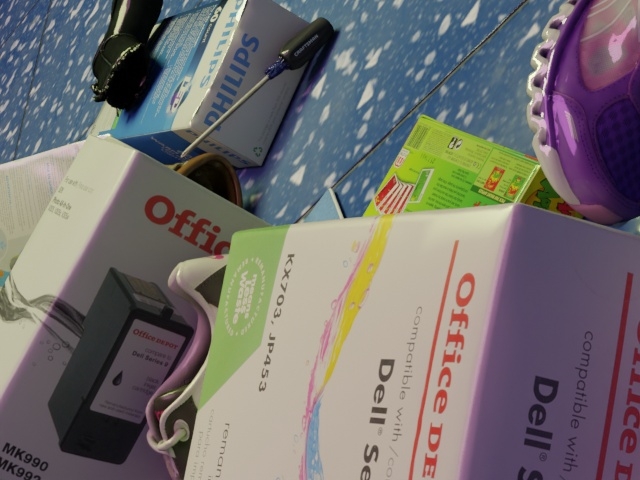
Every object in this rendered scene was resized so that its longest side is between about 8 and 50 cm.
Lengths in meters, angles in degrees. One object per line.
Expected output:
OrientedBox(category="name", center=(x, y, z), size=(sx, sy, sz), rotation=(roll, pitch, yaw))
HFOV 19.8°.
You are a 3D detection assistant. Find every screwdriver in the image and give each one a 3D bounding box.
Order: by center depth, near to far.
OrientedBox(category="screwdriver", center=(-0.054, -0.126, 1.489), size=(0.170, 0.025, 0.024), rotation=(-40, 41, -18))

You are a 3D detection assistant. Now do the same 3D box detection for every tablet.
OrientedBox(category="tablet", center=(0.000, 0.000, 1.334), size=(0.054, 0.006, 0.083), rotation=(-53, 24, 17))

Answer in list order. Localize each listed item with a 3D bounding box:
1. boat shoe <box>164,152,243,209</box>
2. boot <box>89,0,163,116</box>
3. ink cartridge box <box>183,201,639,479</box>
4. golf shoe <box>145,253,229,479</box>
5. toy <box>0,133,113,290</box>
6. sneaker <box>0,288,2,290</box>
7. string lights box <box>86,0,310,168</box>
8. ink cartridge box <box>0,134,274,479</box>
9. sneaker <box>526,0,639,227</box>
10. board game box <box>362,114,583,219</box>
OrientedBox(category="boat shoe", center=(-0.125, 0.048, 1.393), size=(0.120, 0.122, 0.324), rotation=(-37, 32, 33))
OrientedBox(category="boot", center=(-0.169, -0.177, 1.632), size=(0.121, 0.045, 0.099), rotation=(-63, 20, 13))
OrientedBox(category="ink cartridge box", center=(0.064, 0.094, 0.901), size=(0.353, 0.119, 0.207), rotation=(-6, 71, 60))
OrientedBox(category="golf shoe", center=(-0.056, 0.141, 1.107), size=(0.105, 0.120, 0.273), rotation=(180, 100, -67))
OrientedBox(category="toy", center=(-0.265, -0.007, 1.700), size=(0.237, 0.056, 0.137), rotation=(-13, 87, 25))
OrientedBox(category="sneaker", center=(-0.259, 0.076, 1.594), size=(0.208, 0.094, 0.081), rotation=(7, 80, 47))
OrientedBox(category="string lights box", center=(-0.111, -0.133, 1.619), size=(0.259, 0.076, 0.133), rotation=(-1, 63, 63))
OrientedBox(category="ink cartridge box", center=(-0.118, 0.104, 1.194), size=(0.289, 0.211, 0.121), rotation=(-62, 23, -3))
OrientedBox(category="sneaker", center=(0.190, -0.120, 0.989), size=(0.104, 0.095, 0.236), rotation=(-9, 54, 52))
OrientedBox(category="board game box", center=(0.090, -0.015, 1.123), size=(0.092, 0.043, 0.181), rotation=(-61, 23, 1))
